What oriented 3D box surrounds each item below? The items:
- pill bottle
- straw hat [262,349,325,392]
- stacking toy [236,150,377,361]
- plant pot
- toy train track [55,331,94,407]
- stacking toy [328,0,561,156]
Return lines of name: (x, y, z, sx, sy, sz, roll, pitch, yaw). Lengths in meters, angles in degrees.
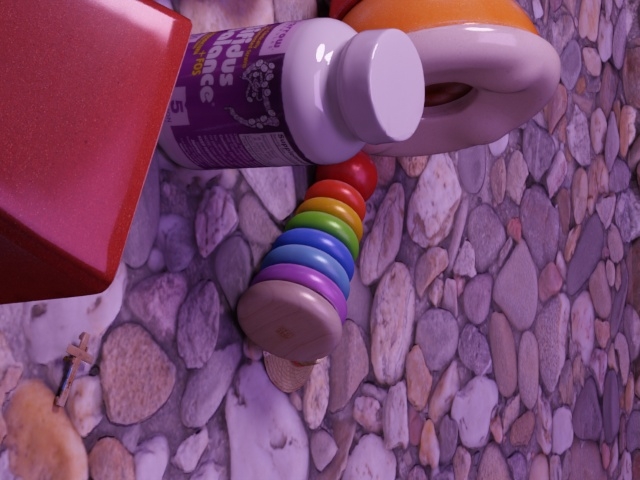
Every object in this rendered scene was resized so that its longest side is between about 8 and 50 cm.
pill bottle: (-0.040, -0.169, 1.359, 0.169, 0.302, 0.169, 2, 88, -57)
straw hat: (-0.015, 0.139, 1.614, 0.144, 0.061, 0.144, 1, 89, -58)
stacking toy: (0.000, 0.000, 1.597, 0.141, 0.141, 0.330, 60, 36, -37)
plant pot: (-0.311, -0.112, 1.005, 0.236, 0.267, 0.267, 31, 63, -39)
toy train track: (-0.270, 0.138, 1.265, 0.048, 0.014, 0.083, 44, 59, -57)
stacking toy: (0.136, -0.389, 1.695, 0.351, 0.351, 0.479, 21, 57, -55)
